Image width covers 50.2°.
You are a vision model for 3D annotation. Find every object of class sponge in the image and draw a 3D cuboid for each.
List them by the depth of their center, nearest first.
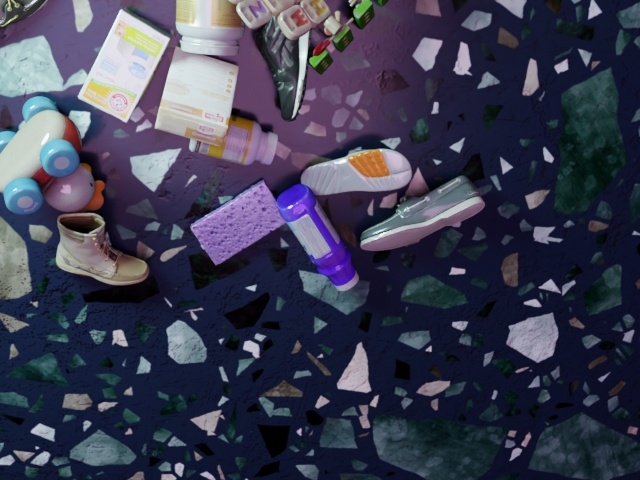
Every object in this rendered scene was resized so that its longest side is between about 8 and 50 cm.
[{"bbox_3d":[-0.194,-0.042,1.637,0.210,0.031,0.117,-31,113,3],"label":"sponge"}]

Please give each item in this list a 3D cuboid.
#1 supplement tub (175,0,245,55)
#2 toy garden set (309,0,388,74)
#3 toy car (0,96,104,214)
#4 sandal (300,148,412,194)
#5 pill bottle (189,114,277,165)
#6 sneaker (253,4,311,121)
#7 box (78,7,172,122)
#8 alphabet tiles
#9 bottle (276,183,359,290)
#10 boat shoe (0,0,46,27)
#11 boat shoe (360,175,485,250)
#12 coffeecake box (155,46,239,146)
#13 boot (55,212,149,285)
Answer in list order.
[{"bbox_3d":[-0.223,-0.489,1.399,0.144,0.144,0.200,2,110,-11],"label":"supplement tub"},{"bbox_3d":[0.054,-0.470,1.432,0.049,0.204,0.244,44,98,2],"label":"toy garden set"},{"bbox_3d":[-0.553,-0.147,1.475,0.210,0.219,0.238,-44,140,7],"label":"toy car"},{"bbox_3d":[0.085,-0.169,1.619,0.265,0.076,0.102,-5,112,15],"label":"sandal"},{"bbox_3d":[-0.194,-0.227,1.527,0.184,0.103,0.103,13,108,-15],"label":"pill bottle"},{"bbox_3d":[-0.086,-0.406,1.490,0.124,0.107,0.284,6,103,-2],"label":"sneaker"},{"bbox_3d":[-0.408,-0.367,1.436,0.114,0.103,0.203,28,104,-18],"label":"box"},{"bbox_3d":[-0.100,-0.538,1.352,0.284,0.278,0.021,52,140,-8],"label":"alphabet tiles"},{"bbox_3d":[0.000,0.000,1.639,0.092,0.118,0.283,-31,118,3],"label":"bottle"},{"bbox_3d":[-0.641,-0.472,1.374,0.227,0.069,0.081,-30,113,3],"label":"boat shoe"},{"bbox_3d":[0.239,-0.065,1.686,0.319,0.116,0.099,-22,70,6],"label":"boat shoe"},{"bbox_3d":[-0.258,-0.304,1.441,0.142,0.186,0.068,15,144,-15],"label":"coffeecake box"},{"bbox_3d":[-0.491,0.018,1.551,0.213,0.077,0.165,13,138,-11],"label":"boot"}]
